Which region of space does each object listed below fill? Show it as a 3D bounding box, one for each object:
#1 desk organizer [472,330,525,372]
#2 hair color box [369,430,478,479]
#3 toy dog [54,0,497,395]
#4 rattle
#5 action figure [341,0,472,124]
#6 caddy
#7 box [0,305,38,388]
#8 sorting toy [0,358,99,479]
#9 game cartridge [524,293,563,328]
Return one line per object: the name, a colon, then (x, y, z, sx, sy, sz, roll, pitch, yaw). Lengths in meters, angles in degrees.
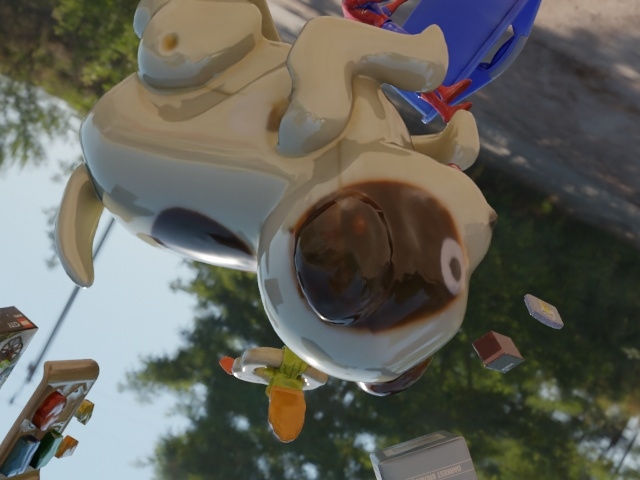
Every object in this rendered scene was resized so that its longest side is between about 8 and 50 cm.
desk organizer: (0.323, 0.202, 1.899, 0.050, 0.047, 0.130, 61, -164, 23)
hair color box: (0.171, 0.431, 1.282, 0.185, 0.114, 0.374, 89, 163, -82)
toy dog: (-0.026, -0.052, 0.949, 0.408, 0.395, 0.284, 42, 157, 33)
rattle: (-0.088, 0.235, 1.573, 0.200, 0.142, 0.130, -12, 163, 39)
action figure: (0.134, -0.304, 1.491, 0.280, 0.139, 0.091, 46, 167, 24)
caddy: (0.242, -0.344, 1.695, 0.179, 0.341, 0.241, 36, -148, -3)
box: (-0.416, 0.153, 1.102, 0.044, 0.159, 0.233, 38, -166, 15)
sorting toy: (-0.429, 0.302, 1.710, 0.041, 0.229, 0.307, 28, 180, 11)
game cartridge: (0.425, 0.137, 1.991, 0.083, 0.017, 0.056, 25, -145, -30)
